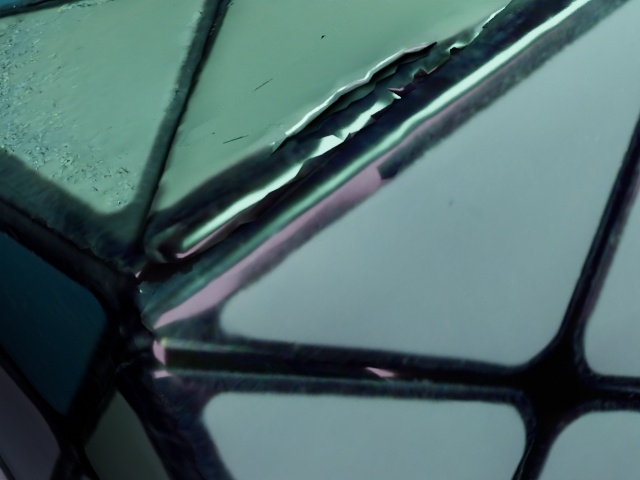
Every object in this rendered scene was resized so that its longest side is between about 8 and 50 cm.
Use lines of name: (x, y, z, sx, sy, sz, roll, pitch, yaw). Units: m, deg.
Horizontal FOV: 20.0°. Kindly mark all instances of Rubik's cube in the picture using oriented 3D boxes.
Rubik's cube: (0.000, 0.000, 0.793, 0.307, 0.305, 0.310, -37, 130, -18)
